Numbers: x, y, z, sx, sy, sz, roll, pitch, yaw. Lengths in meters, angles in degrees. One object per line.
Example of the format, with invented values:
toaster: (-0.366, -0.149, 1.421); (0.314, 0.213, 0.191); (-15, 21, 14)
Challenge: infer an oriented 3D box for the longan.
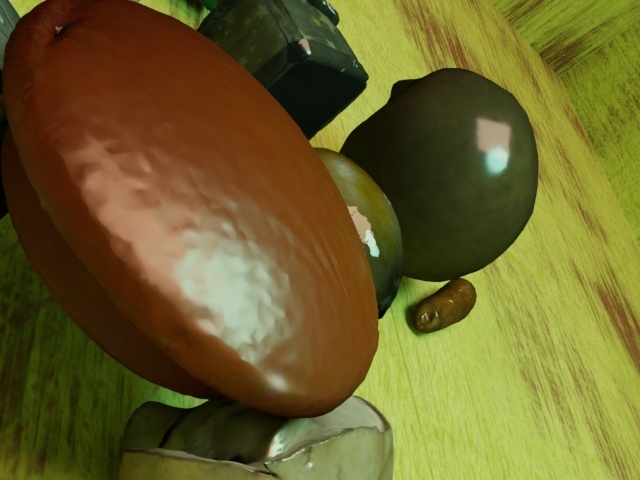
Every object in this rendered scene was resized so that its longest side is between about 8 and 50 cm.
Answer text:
longan: (0.162, -0.087, 1.265); (0.297, 0.297, 0.297); (40, 29, -28)

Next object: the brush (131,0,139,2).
brush: (-0.228, -0.227, 1.049); (0.313, 0.072, 0.067); (-87, 161, -54)

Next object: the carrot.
carrot: (0.181, 0.097, 1.348); (0.060, 0.060, 0.186); (57, 28, 5)

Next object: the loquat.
loquat: (0.000, 0.000, 1.021); (0.179, 0.179, 0.227); (33, 24, -37)

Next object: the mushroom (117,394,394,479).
mushroom: (-0.057, 0.213, 0.691); (0.254, 0.195, 0.189); (8, 84, -65)

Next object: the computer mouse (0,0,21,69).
computer mouse: (-0.302, -0.173, 0.819); (0.379, 0.090, 0.167); (42, 29, -29)

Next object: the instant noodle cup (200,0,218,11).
instant noodle cup: (-0.138, -0.450, 1.284); (0.190, 0.251, 0.251); (49, 24, -32)

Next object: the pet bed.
pet bed: (-0.081, -0.198, 1.080); (0.183, 0.211, 0.159); (4, 51, -57)

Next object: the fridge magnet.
fridge magnet: (-0.090, -0.026, 0.698); (0.363, 0.155, 0.363); (45, 23, -25)

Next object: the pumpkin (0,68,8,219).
pumpkin: (-0.286, -0.079, 0.681); (0.167, 0.125, 0.167); (49, 17, -20)
